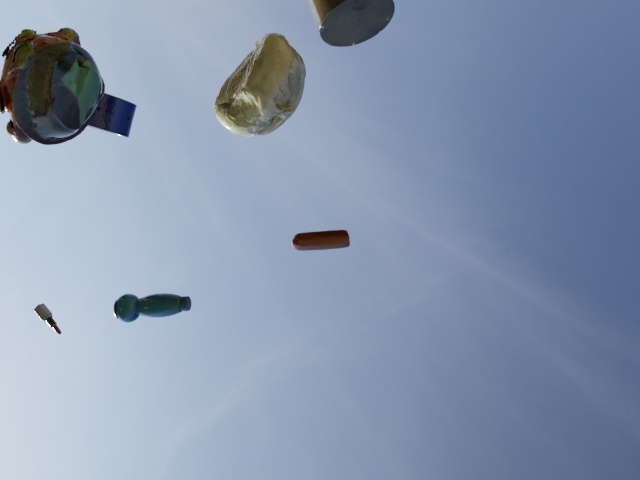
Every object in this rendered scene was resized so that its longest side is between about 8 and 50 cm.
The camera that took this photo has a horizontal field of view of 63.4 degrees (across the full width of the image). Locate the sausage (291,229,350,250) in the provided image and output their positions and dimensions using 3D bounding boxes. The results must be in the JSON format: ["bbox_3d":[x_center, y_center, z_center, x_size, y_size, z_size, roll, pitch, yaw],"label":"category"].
[{"bbox_3d":[0.000,0.000,1.162,0.131,0.039,0.041,-3,-131,-5],"label":"sausage"}]

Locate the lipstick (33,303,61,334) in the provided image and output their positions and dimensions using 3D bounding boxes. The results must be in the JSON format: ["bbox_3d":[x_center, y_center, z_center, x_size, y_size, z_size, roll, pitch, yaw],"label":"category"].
[{"bbox_3d":[-0.774,0.227,1.482,0.107,0.025,0.025,46,-78,12],"label":"lipstick"}]

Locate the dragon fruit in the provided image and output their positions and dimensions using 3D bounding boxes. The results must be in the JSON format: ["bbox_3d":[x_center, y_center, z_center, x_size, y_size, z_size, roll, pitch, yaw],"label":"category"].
[{"bbox_3d":[-0.615,-0.353,1.199,0.130,0.268,0.295,21,-90,22],"label":"dragon fruit"}]

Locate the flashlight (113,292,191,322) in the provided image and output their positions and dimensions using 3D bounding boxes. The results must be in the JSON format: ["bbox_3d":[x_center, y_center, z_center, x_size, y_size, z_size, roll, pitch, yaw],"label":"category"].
[{"bbox_3d":[-0.289,0.114,0.891,0.129,0.051,0.051,-3,-123,2],"label":"flashlight"}]

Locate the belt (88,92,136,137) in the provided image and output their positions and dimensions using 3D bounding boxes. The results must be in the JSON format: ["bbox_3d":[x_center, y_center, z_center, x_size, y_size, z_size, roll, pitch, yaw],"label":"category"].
[{"bbox_3d":[-0.741,-0.413,1.557,0.212,0.347,0.117,-147,-108,-72],"label":"belt"}]

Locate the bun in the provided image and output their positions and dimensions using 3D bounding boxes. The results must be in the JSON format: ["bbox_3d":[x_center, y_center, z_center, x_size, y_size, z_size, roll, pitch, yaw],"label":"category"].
[{"bbox_3d":[-0.122,-0.325,1.128,0.229,0.145,0.229,-42,-152,29],"label":"bun"}]

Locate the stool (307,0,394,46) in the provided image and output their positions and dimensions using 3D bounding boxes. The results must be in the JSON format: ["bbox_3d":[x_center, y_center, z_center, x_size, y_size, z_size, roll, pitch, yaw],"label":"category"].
[{"bbox_3d":[0.044,-0.605,1.180,0.179,0.179,0.264,-21,-103,13],"label":"stool"}]
